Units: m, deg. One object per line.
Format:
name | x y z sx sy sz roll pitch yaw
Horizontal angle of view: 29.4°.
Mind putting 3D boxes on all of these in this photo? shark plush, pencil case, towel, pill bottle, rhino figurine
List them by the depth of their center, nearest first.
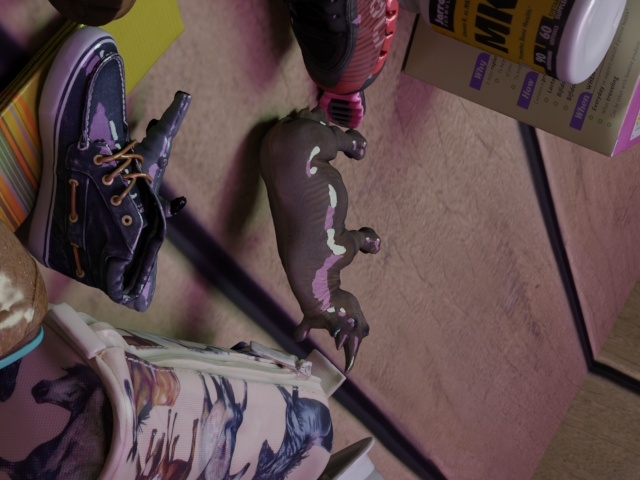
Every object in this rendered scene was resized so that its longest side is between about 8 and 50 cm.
towel | -0.174 -0.093 0.818 0.237 0.021 0.102 -54 160 -22
shark plush | -0.126 -0.031 0.913 0.161 0.067 0.073 -63 156 -2
pencil case | -0.129 0.142 0.963 0.183 0.160 0.410 -57 156 4
rhino figurine | 0.000 0.000 1.091 0.106 0.073 0.243 -12 93 -56
pill bottle | 0.166 -0.233 1.127 0.119 0.208 0.119 -46 150 -36

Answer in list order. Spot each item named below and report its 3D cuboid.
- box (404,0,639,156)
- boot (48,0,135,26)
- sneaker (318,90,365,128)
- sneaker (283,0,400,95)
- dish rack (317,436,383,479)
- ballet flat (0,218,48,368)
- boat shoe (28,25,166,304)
box | 0.237 -0.233 1.230 0.117 0.243 0.214 -25 135 -55
boot | -0.067 -0.282 0.762 0.269 0.089 0.236 -40 147 -45
sneaker | 0.026 -0.155 1.135 0.119 0.047 0.057 84 28 -52
sneaker | -0.002 -0.220 0.941 0.135 0.097 0.276 -43 147 -39
dish rack | -0.088 0.329 1.166 0.285 0.072 0.333 -37 179 42
ballet flat | -0.290 0.071 0.646 0.342 0.116 0.124 -35 124 -40
boat shoe | -0.138 -0.047 0.809 0.065 0.083 0.183 -38 148 -51
